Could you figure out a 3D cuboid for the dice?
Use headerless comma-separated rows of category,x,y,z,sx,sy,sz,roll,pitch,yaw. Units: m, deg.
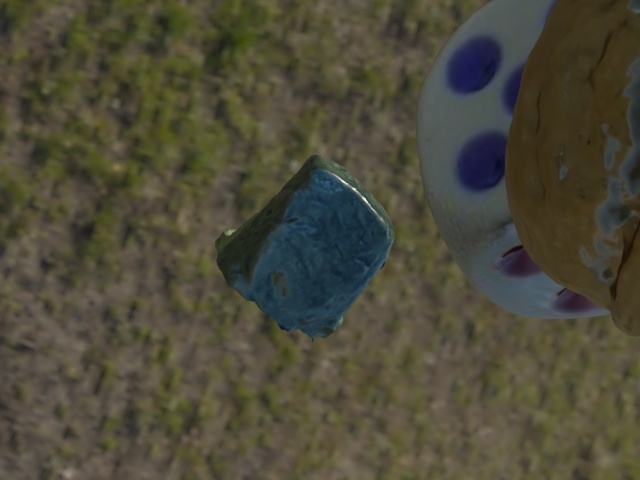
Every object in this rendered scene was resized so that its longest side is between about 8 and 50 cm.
dice,0.294,-0.107,2.066,0.277,0.304,0.304,34,42,-46

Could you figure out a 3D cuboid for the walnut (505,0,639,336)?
walnut,0.231,-0.062,1.189,0.257,0.224,0.257,20,90,-81

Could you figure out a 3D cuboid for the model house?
model house,0.000,0.000,0.992,0.079,0.066,0.083,31,113,-26
